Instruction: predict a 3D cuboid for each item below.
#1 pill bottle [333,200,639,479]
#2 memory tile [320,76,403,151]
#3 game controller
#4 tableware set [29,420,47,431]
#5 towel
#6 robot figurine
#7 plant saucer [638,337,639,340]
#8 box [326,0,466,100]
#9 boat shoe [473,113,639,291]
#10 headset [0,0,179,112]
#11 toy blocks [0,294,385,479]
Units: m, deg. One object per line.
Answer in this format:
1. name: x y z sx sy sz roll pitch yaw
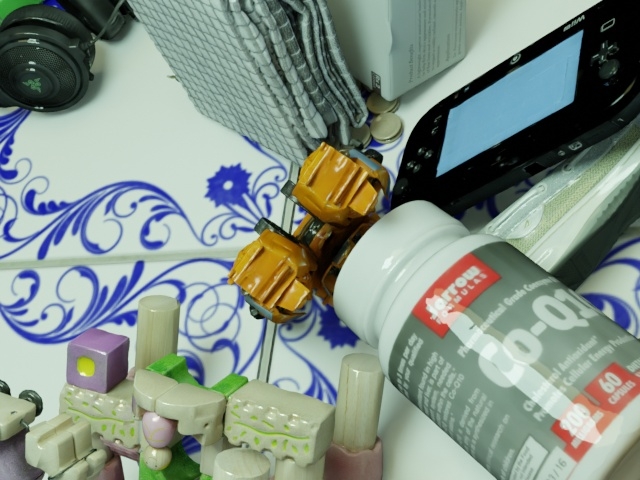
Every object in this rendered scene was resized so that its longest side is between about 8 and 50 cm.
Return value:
1. pill bottle: 0.152 0.096 0.895 0.161 0.161 0.283 -46 59 -7
2. memory tile: 0.034 -0.163 1.242 0.113 0.012 0.148 -17 56 13
3. game controller: 0.190 -0.124 1.038 0.319 0.067 0.166 -29 43 43
4. tableware set: -0.350 0.274 1.143 0.141 0.020 0.169 -17 56 13
5. towel: -0.081 -0.228 1.157 0.121 0.284 0.235 -46 47 -14
6. robot figurine: 0.000 0.000 1.015 0.085 0.291 0.211 36 92 9
7. plant saucer: 0.314 0.199 0.902 0.277 0.041 0.278 -10 59 18
8. box: 0.061 -0.286 1.185 0.119 0.181 0.182 -33 53 -23
9. boat shoe: 0.265 -0.062 1.028 0.320 0.118 0.103 -49 60 -1
10. headset: -0.311 -0.264 1.394 0.394 0.185 0.243 6 60 42
11. toy blocks: -0.126 0.236 0.938 0.288 0.309 0.260 15 110 21
